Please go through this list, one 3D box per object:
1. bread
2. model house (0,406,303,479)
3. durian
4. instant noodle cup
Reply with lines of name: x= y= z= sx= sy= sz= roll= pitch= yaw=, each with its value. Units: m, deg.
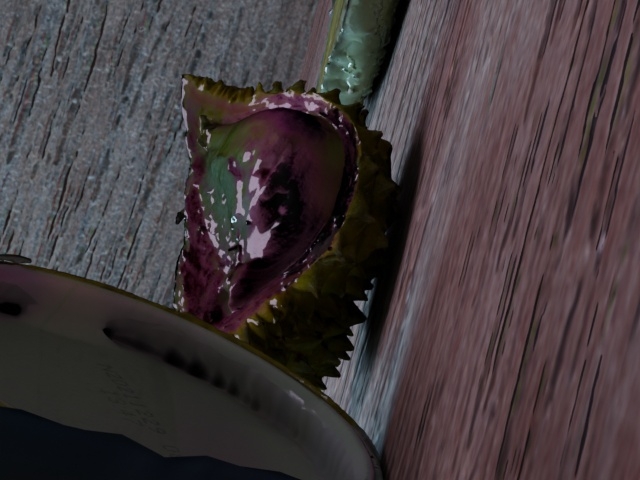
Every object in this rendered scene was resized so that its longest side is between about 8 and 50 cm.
bread: x=0.040 y=-0.202 z=1.195 sx=0.267 sy=0.040 sz=0.267 roll=-166 pitch=90 yaw=-87
model house: x=-0.124 y=0.213 z=0.355 sx=0.342 sy=0.334 sz=0.382 roll=-53 pitch=-26 yaw=-73
durian: x=0.002 y=-0.002 z=0.845 sx=0.108 sy=0.119 sz=0.187 roll=-27 pitch=49 yaw=31
instant noodle cup: x=-0.102 y=0.139 z=0.675 sx=0.264 sy=0.264 sz=0.200 roll=-93 pitch=27 yaw=-76
